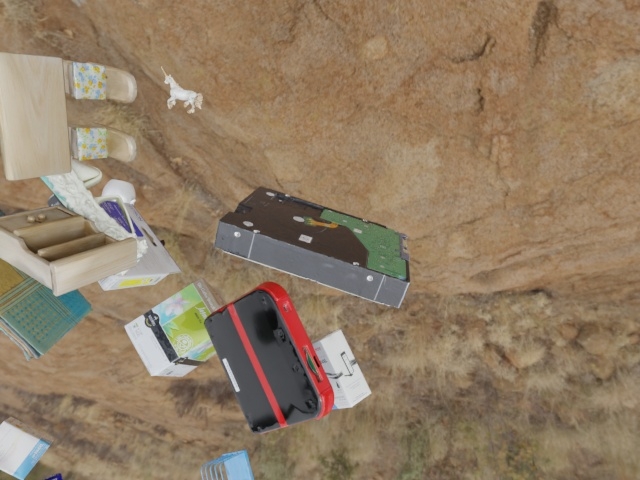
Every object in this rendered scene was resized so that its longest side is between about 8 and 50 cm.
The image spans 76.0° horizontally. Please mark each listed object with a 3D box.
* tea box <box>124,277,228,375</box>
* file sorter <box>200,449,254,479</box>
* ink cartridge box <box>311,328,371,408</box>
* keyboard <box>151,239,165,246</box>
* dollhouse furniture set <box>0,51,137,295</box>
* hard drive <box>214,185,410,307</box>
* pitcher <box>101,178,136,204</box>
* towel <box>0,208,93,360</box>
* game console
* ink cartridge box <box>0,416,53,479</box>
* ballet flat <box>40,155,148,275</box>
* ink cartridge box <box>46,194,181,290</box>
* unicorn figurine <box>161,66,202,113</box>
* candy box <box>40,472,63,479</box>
[{"bbox_3d":[-0.506,0.348,1.600,0.220,0.324,0.329,53,169,15],"label":"tea box"},{"bbox_3d":[-0.321,0.802,1.400,0.105,0.118,0.170,-3,156,-42],"label":"file sorter"},{"bbox_3d":[0.038,0.382,1.212,0.148,0.086,0.203,-40,74,53],"label":"ink cartridge box"},{"bbox_3d":[-0.840,0.047,2.000,0.192,0.100,0.038,-16,127,7],"label":"keyboard"},{"bbox_3d":[-0.513,-0.136,0.781,0.257,0.362,0.394,21,116,23],"label":"dollhouse furniture set"},{"bbox_3d":[0.000,0.000,0.790,0.339,0.237,0.064,17,114,2],"label":"hard drive"},{"bbox_3d":[-0.825,-0.141,1.707,0.178,0.207,0.125,9,175,6],"label":"pitcher"},{"bbox_3d":[-0.750,0.092,1.000,0.040,0.271,0.370,-35,104,6],"label":"towel"},{"bbox_3d":[-0.156,0.336,1.153,0.342,0.060,0.386,-32,80,37],"label":"game console"},{"bbox_3d":[-0.773,0.515,1.030,0.143,0.089,0.092,38,151,-13],"label":"ink cartridge box"},{"bbox_3d":[-0.578,-0.099,1.018,0.147,0.147,0.408,-32,95,33],"label":"ballet flat"},{"bbox_3d":[-0.596,0.002,1.216,0.072,0.307,0.303,-40,81,5],"label":"ink cartridge box"},{"bbox_3d":[-0.485,-0.504,1.412,0.162,0.111,0.060,18,157,-21],"label":"unicorn figurine"},{"bbox_3d":[-0.495,0.624,0.711,0.268,0.122,0.317,-50,62,32],"label":"candy box"}]
